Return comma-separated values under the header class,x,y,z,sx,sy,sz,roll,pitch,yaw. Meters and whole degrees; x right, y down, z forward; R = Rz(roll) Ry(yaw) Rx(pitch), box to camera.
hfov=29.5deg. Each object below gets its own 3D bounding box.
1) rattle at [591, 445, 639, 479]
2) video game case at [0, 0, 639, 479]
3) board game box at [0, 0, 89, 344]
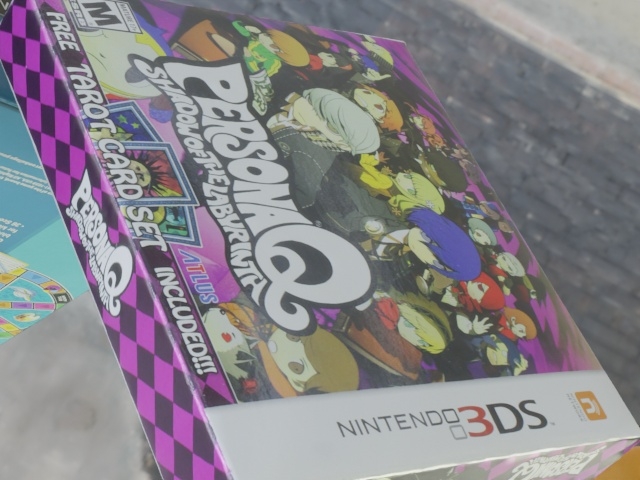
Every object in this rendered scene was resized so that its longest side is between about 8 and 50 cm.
class,x,y,z,sx,sy,sz,roll,pitch,yaw
rattle,0.241,0.174,0.618,0.200,0.130,0.143,27,133,-28
video game case,0.000,0.000,0.491,0.210,0.042,0.232,2,-130,-41
board game box,-0.249,-0.008,0.615,0.254,0.336,0.079,21,-134,-52
